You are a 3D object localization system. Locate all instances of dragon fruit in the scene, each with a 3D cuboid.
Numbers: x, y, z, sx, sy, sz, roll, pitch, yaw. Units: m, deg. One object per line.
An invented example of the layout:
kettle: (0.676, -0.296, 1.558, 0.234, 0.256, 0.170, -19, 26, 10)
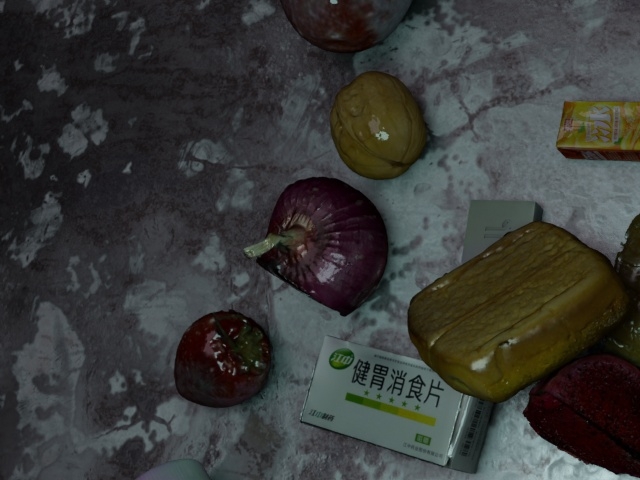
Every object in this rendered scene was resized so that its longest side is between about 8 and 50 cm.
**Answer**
dragon fruit: (0.459, 0.282, 1.662, 0.261, 0.163, 0.189, 38, 92, -6)

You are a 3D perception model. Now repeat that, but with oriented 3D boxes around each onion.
onion: (0.016, 0.000, 1.996, 0.256, 0.272, 0.230, 32, 87, -1)

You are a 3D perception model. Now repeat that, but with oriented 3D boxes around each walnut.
walnut: (0.112, -0.230, 2.036, 0.193, 0.193, 0.226, -30, 61, 20)

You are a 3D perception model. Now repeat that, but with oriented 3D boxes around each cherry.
cherry: (-0.212, 0.251, 2.083, 0.249, 0.192, 0.175, -40, 15, 29)
cherry: (0.052, -0.568, 2.118, 0.326, 0.291, 0.335, -50, 40, 29)

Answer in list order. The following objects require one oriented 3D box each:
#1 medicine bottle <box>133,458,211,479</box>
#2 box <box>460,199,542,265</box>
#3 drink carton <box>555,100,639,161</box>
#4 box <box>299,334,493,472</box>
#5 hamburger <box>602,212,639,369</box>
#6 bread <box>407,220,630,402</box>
medicine bottle: (-0.231, 0.629, 1.945, 0.219, 0.219, 0.388, -45, 57, 12)
box: (0.339, -0.007, 1.901, 0.129, 0.051, 0.130, 2, 76, 32)
drink carton: (0.545, -0.196, 1.824, 0.223, 0.071, 0.096, 5, 78, 34)
box: (0.147, 0.299, 1.864, 0.332, 0.145, 0.173, 11, 82, 34)
hamburger: (0.595, 0.089, 1.666, 0.211, 0.132, 0.309, 16, 82, 37)
bread: (0.328, 0.130, 1.673, 0.337, 0.148, 0.328, -34, 23, -4)
